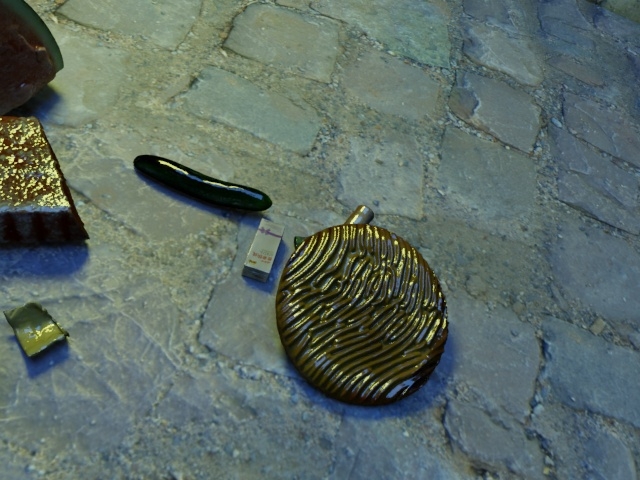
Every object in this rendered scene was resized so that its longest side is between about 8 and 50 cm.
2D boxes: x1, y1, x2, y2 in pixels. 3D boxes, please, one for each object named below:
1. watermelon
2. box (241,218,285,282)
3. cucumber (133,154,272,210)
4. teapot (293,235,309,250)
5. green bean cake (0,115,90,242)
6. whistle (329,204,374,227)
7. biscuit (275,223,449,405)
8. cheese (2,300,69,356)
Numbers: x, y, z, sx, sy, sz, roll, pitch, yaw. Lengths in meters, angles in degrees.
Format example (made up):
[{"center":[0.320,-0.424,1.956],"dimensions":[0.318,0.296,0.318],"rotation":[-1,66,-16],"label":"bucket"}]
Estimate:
[{"center":[-0.659,-0.345,0.933],"dimensions":[0.250,0.283,0.292],"rotation":[39,89,28],"label":"watermelon"},{"center":[-0.104,0.017,0.944],"dimensions":[0.051,0.036,0.117],"rotation":[18,50,-5],"label":"box"},{"center":[-0.229,-0.108,0.986],"dimensions":[0.284,0.056,0.056],"rotation":[18,50,0],"label":"cucumber"},{"center":[0.000,0.000,0.993],"dimensions":[0.111,0.042,0.042],"rotation":[-7,56,-21],"label":"teapot"},{"center":[-0.497,-0.101,0.856],"dimensions":[0.199,0.097,0.232],"rotation":[-4,55,-21],"label":"green bean cake"},{"center":[0.027,0.021,0.946],"dimensions":[0.107,0.057,0.220],"rotation":[39,68,3],"label":"whistle"},{"center":[0.078,0.117,0.878],"dimensions":[0.318,0.040,0.317],"rotation":[7,68,-17],"label":"biscuit"},{"center":[-0.414,0.125,0.748],"dimensions":[0.060,0.041,0.084],"rotation":[-35,83,-29],"label":"cheese"}]
